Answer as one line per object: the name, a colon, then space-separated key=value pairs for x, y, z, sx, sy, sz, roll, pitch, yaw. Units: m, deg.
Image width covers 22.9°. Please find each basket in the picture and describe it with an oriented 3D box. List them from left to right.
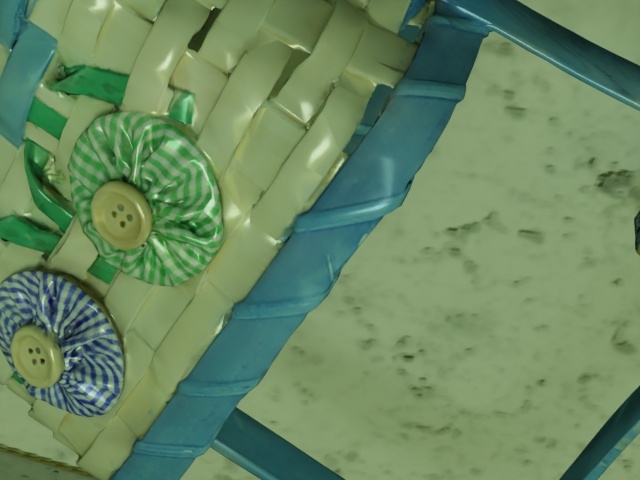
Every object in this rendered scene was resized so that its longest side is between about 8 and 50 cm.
basket: x=0.000 y=0.000 z=0.584 sx=0.289 sy=0.201 sz=0.254 roll=27 pitch=128 yaw=-7

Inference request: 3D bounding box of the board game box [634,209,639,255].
board game box: x=0.252 y=-0.049 z=0.619 sx=0.194 sy=0.060 sz=0.194 roll=18 pitch=130 yaw=-12
